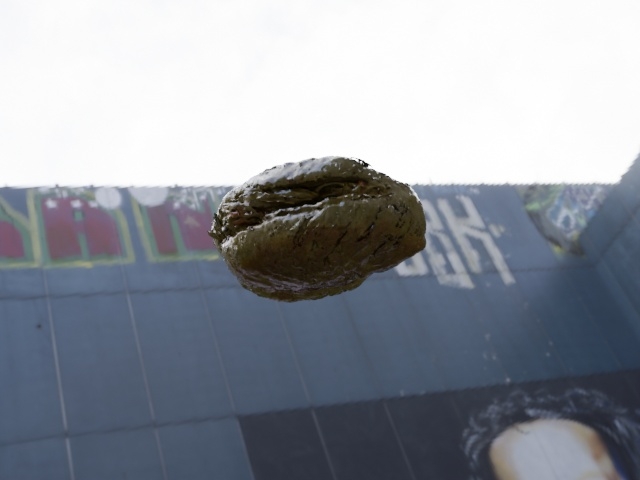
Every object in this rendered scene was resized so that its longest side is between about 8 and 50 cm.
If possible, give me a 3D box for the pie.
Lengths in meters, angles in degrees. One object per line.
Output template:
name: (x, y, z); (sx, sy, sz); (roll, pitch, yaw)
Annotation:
pie: (0.000, 0.000, 0.792); (0.194, 0.079, 0.163); (-20, -37, 24)
